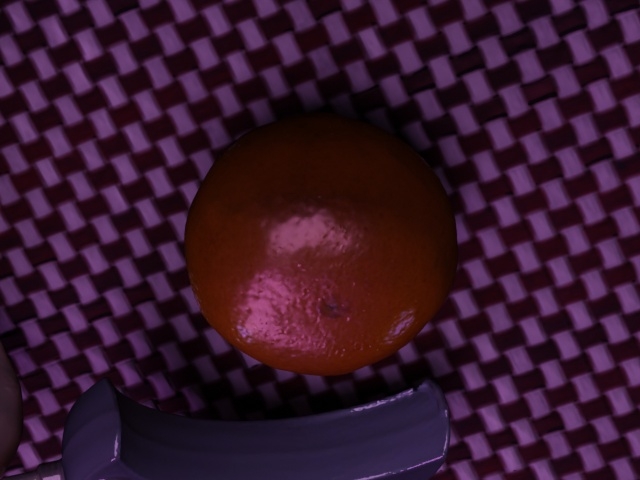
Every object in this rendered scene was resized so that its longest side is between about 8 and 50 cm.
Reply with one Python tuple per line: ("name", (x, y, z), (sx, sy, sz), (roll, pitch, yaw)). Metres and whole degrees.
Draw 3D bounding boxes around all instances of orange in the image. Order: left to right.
("orange", (0.000, 0.000, 1.069), (0.156, 0.124, 0.156), (-2, 128, -3))

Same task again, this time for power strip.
("power strip", (-0.059, 0.132, 1.113), (0.253, 0.054, 0.167), (0, 151, -21))

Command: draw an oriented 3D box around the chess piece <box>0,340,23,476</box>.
("chess piece", (-0.403, 0.186, 1.185), (0.234, 0.234, 0.442), (41, 119, -9))
